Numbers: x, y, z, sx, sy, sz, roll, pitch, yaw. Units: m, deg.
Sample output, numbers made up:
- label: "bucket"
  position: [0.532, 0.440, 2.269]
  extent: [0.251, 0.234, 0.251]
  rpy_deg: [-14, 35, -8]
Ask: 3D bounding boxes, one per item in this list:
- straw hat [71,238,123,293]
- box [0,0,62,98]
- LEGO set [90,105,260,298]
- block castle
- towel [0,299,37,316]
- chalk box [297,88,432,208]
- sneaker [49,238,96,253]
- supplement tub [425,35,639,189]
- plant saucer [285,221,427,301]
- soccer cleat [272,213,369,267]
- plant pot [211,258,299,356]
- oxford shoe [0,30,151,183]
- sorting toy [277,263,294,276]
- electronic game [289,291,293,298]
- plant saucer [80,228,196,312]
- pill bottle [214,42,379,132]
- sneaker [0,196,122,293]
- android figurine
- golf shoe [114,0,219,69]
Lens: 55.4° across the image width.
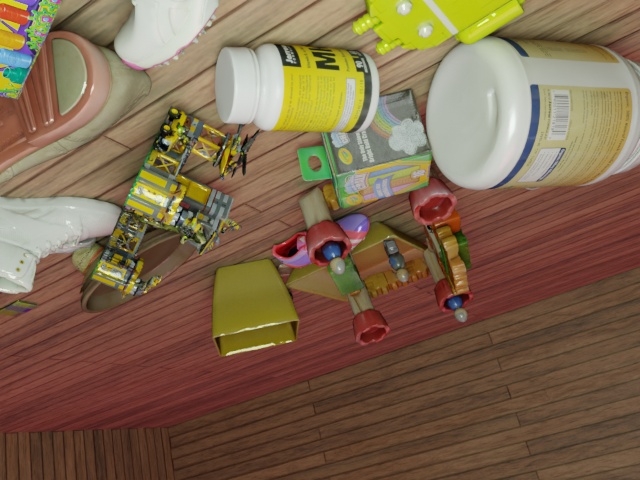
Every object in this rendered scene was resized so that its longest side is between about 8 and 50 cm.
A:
- label: "straw hat"
  position: [-0.473, 0.036, 1.248]
  extent: [0.061, 0.144, 0.144]
  rpy_deg: [38, 141, -7]
- label: "box"
  position: [-0.327, -0.281, 0.432]
  extent: [0.279, 0.177, 0.290]
  rpy_deg: [6, 151, -40]
- label: "LEGO set"
  position: [-0.211, -0.038, 0.973]
  extent: [0.192, 0.255, 0.331]
  rpy_deg: [25, 131, -17]
- label: "block castle"
  position: [0.160, 0.046, 1.302]
  extent: [0.302, 0.213, 0.453]
  rpy_deg: [-22, 142, 4]
- label: "towel"
  position: [-0.735, 0.165, 1.475]
  extent: [0.083, 0.009, 0.060]
  rpy_deg: [-24, 155, 22]
- label: "chalk box"
  position: [0.070, -0.148, 1.048]
  extent: [0.213, 0.132, 0.132]
  rpy_deg: [-14, 158, 2]
- label: "sneaker"
  position: [-0.510, 0.008, 1.176]
  extent: [0.152, 0.054, 0.061]
  rpy_deg: [-6, 159, -19]
- label: "supplement tub"
  position: [0.354, -0.198, 0.970]
  extent: [0.316, 0.228, 0.228]
  rpy_deg: [-4, 156, -23]
- label: "plant saucer"
  position: [0.117, 0.054, 1.627]
  extent: [0.332, 0.081, 0.332]
  rpy_deg: [-26, 155, 26]
- label: "soccer cleat"
  position: [0.000, 0.000, 1.434]
  extent: [0.248, 0.083, 0.095]
  rpy_deg: [-24, 151, 30]
- label: "plant pot"
  position: [-0.180, 0.167, 1.576]
  extent: [0.212, 0.187, 0.212]
  rpy_deg: [-11, 158, -8]
- label: "oxford shoe"
  position: [-0.396, -0.138, 0.795]
  extent: [0.396, 0.141, 0.146]
  rpy_deg: [-13, 180, 23]
- label: "sorting toy"
  position: [-0.078, 0.078, 1.654]
  extent: [0.083, 0.012, 0.062]
  rpy_deg: [-2, 151, -19]
- label: "electronic game"
  position: [-0.192, 0.201, 1.831]
  extent: [0.229, 0.048, 0.229]
  rpy_deg: [-17, 165, -5]
- label: "plant saucer"
  position: [-0.372, 0.054, 1.260]
  extent: [0.277, 0.041, 0.278]
  rpy_deg: [-35, 172, -6]
- label: "pill bottle"
  position: [-0.034, -0.211, 0.851]
  extent: [0.208, 0.119, 0.119]
  rpy_deg: [-4, 156, -25]
- label: "sneaker"
  position: [-0.485, 0.015, 1.058]
  extent: [0.292, 0.169, 0.108]
  rpy_deg: [-1, 153, -31]
- label: "android figurine"
  position: [0.167, -0.332, 0.772]
  extent: [0.272, 0.056, 0.248]
  rpy_deg: [-27, 155, 26]
- label: "golf shoe"
  position: [-0.144, -0.299, 0.622]
  extent: [0.140, 0.115, 0.306]
  rpy_deg: [27, 134, -37]
